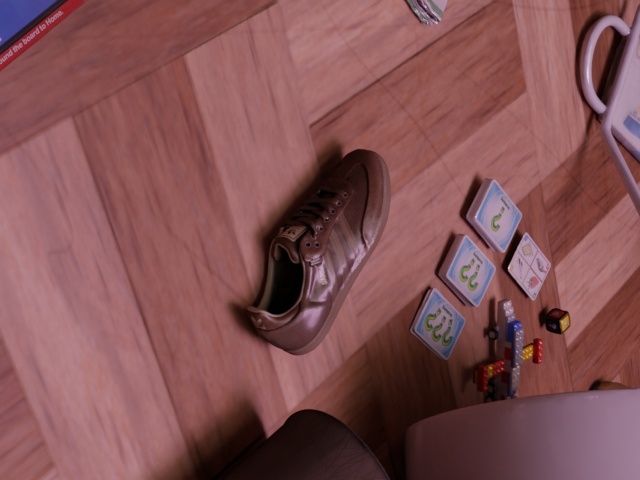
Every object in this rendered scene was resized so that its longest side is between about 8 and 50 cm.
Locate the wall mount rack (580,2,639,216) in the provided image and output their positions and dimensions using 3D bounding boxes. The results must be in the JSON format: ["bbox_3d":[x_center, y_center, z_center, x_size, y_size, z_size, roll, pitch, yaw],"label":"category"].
[{"bbox_3d":[0.422,-0.111,1.402,0.350,0.130,0.304,29,75,-48],"label":"wall mount rack"}]

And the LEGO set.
[{"bbox_3d":[0.203,0.075,1.240,0.244,0.060,0.183,45,68,-45],"label":"LEGO set"}]

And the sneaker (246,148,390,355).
[{"bbox_3d":[0.000,0.000,0.972,0.071,0.066,0.188,36,70,-46],"label":"sneaker"}]

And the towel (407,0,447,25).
[{"bbox_3d":[0.107,-0.288,1.073,0.113,0.023,0.152,44,65,-46],"label":"towel"}]

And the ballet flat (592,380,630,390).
[{"bbox_3d":[0.339,0.284,1.429,0.080,0.073,0.232,32,74,-48],"label":"ballet flat"}]

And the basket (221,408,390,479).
[{"bbox_3d":[-0.056,0.272,0.903,0.226,0.154,0.204,-28,112,-40],"label":"basket"}]

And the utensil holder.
[{"bbox_3d":[0.239,0.350,1.054,0.327,0.327,0.386,17,62,-50],"label":"utensil holder"}]

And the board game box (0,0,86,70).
[{"bbox_3d":[-0.239,-0.151,0.688,0.281,0.027,0.145,-50,130,-31],"label":"board game box"}]
